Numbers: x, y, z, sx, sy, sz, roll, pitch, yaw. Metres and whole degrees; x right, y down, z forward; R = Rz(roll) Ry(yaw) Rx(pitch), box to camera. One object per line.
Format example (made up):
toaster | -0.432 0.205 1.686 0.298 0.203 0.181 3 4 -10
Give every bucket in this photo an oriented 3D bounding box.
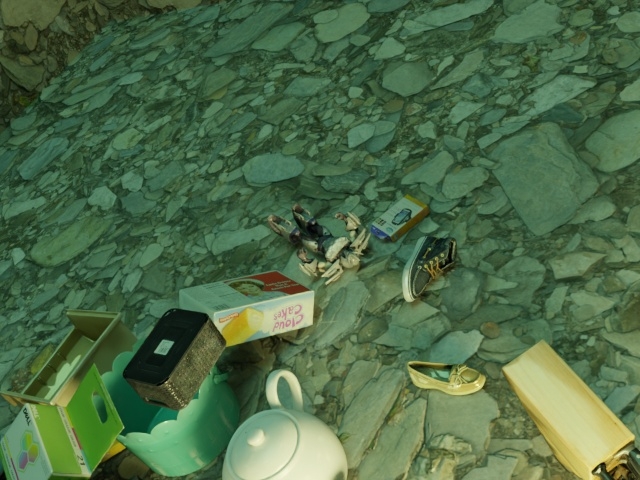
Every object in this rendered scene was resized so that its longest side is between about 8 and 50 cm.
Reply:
bucket | -0.314 0.342 1.723 0.281 0.183 0.281 -17 39 14

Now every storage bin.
storage bin | -0.285 0.231 1.614 0.122 0.084 0.180 5 48 35
storage bin | -0.599 0.305 1.980 0.260 0.123 0.262 -1 45 41

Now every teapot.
teapot | -0.082 0.399 1.507 0.252 0.187 0.256 -38 37 -12

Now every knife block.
knife block | 0.420 0.303 1.262 0.088 0.276 0.242 -34 8 -7

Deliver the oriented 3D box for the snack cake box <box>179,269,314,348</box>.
snack cake box | -0.163 0.148 1.819 0.264 0.089 0.152 -10 22 -37

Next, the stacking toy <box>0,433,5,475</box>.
stacking toy | -0.768 0.584 1.819 0.279 0.130 0.309 -57 26 7

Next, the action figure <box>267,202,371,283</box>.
action figure | 0.000 0.000 1.987 0.185 0.099 0.285 -39 41 -20

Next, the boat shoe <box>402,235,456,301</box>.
boat shoe | 0.238 0.057 1.791 0.083 0.065 0.183 -4 43 31

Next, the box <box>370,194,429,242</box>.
box | 0.187 -0.049 1.978 0.136 0.028 0.081 -40 39 -10

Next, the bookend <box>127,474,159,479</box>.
bookend | -0.410 0.510 1.605 0.156 0.157 0.072 -30 51 -1

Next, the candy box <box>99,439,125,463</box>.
candy box | -0.531 0.474 1.839 0.206 0.027 0.105 -32 40 -4

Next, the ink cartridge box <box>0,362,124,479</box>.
ink cartridge box | -0.519 0.390 1.628 0.255 0.097 0.189 -54 48 17

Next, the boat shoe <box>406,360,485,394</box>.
boat shoe | 0.239 0.257 1.575 0.153 0.048 0.056 3 48 35
